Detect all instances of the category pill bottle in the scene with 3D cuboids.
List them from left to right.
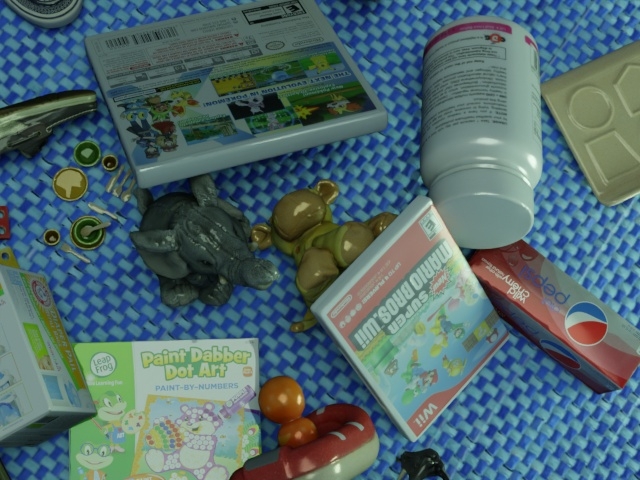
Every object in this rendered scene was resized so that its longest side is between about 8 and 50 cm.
[{"bbox_3d":[0.212,-0.143,1.617,0.160,0.160,0.283,8,59,-5],"label":"pill bottle"}]

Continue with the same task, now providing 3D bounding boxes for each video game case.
[{"bbox_3d":[-0.118,-0.207,1.602,0.329,0.036,0.300,-14,46,-14],"label":"video game case"},{"bbox_3d":[0.123,0.106,1.565,0.204,0.025,0.285,-46,130,-14],"label":"video game case"}]

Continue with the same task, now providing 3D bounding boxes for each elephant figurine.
[{"bbox_3d":[-0.151,-0.009,1.540,0.186,0.239,0.169,2,78,-6],"label":"elephant figurine"}]

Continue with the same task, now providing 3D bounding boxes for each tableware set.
[{"bbox_3d":[-0.319,-0.055,1.641,0.104,0.024,0.154,29,77,0],"label":"tableware set"}]

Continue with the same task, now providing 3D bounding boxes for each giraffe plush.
[{"bbox_3d":[0.000,0.000,1.603,0.181,0.210,0.170,-20,63,-28],"label":"giraffe plush"}]

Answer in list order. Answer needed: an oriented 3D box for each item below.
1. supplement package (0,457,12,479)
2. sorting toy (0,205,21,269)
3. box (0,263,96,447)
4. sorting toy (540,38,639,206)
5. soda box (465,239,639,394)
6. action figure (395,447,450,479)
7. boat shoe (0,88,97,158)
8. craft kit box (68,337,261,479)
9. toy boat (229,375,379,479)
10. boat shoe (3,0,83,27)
[{"bbox_3d":[-0.469,0.279,1.493,0.133,0.139,0.244,-28,84,-11],"label":"supplement package"},{"bbox_3d":[-0.504,0.003,1.540,0.274,0.046,0.132,4,71,-33],"label":"sorting toy"},{"bbox_3d":[-0.380,0.144,1.518,0.103,0.114,0.203,-29,73,13],"label":"box"},{"bbox_3d":[0.438,-0.170,1.755,0.193,0.038,0.208,-25,77,-11],"label":"sorting toy"},{"bbox_3d":[0.312,0.095,1.651,0.263,0.092,0.083,38,76,2],"label":"soda box"},{"bbox_3d":[0.052,0.373,1.530,0.275,0.141,0.164,-28,114,-16],"label":"action figure"},{"bbox_3d":[-0.401,-0.144,1.629,0.223,0.080,0.073,-19,107,-18],"label":"boat shoe"},{"bbox_3d":[-0.199,0.252,1.576,0.249,0.061,0.247,-2,75,-7],"label":"craft kit box"},{"bbox_3d":[-0.029,0.239,1.511,0.151,0.231,0.151,-24,84,22],"label":"toy boat"},{"bbox_3d":[-0.428,-0.458,1.645,0.127,0.158,0.341,-28,82,-12],"label":"boat shoe"}]
